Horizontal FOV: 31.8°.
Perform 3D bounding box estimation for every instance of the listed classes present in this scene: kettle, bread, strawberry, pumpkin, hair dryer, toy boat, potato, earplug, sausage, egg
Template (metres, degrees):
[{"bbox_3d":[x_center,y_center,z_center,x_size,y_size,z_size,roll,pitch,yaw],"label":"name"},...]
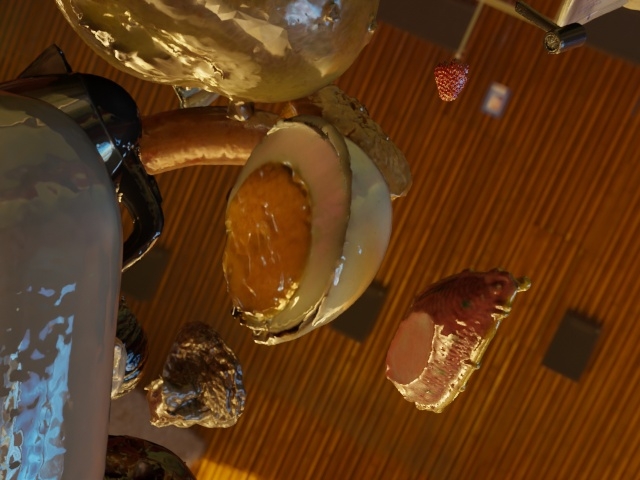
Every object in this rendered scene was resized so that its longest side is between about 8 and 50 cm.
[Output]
[{"bbox_3d":[-0.326,-0.083,1.290,0.251,0.271,0.207,60,176,34],"label":"kettle"},{"bbox_3d":[0.015,-0.119,1.609,0.229,0.143,0.139,45,-153,7],"label":"bread"},{"bbox_3d":[0.260,-0.318,2.239,0.073,0.083,0.073,1,-177,0],"label":"strawberry"},{"bbox_3d":[-0.457,0.195,2.303,0.248,0.248,0.248,23,-168,-5],"label":"pumpkin"},{"bbox_3d":[0.233,-0.227,1.174,0.047,0.026,0.083,-21,-125,-40],"label":"hair dryer"},{"bbox_3d":[0.146,0.129,1.380,0.099,0.318,0.141,-5,-117,-23],"label":"toy boat"},{"bbox_3d":[-0.127,-0.321,1.328,0.442,0.385,0.319,17,-148,-28],"label":"potato"},{"bbox_3d":[-0.341,0.055,1.036,0.312,0.394,0.312,6,-176,0],"label":"earplug"},{"bbox_3d":[-0.164,-0.160,1.780,0.270,0.109,0.109,-2,-161,-14],"label":"sausage"},{"bbox_3d":[0.003,-0.002,1.453,0.174,0.287,0.264,17,158,-36],"label":"egg"}]

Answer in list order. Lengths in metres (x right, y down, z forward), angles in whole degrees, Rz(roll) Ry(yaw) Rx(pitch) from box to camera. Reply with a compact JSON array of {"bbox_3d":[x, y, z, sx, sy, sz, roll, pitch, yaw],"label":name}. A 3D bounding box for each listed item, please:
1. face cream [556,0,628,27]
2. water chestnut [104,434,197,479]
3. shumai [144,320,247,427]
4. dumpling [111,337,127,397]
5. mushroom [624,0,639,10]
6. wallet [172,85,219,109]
[{"bbox_3d":[0.310,-0.301,1.182,0.070,0.114,0.224,56,163,20],"label":"face cream"},{"bbox_3d":[-0.278,0.387,1.396,0.300,0.300,0.300,23,-168,-5],"label":"water chestnut"},{"bbox_3d":[-0.241,0.257,2.030,0.175,0.206,0.166,-18,176,-30],"label":"shumai"},{"bbox_3d":[-0.364,0.186,1.742,0.136,0.118,0.199,22,148,-12],"label":"dumpling"},{"bbox_3d":[0.539,-0.370,1.520,0.350,0.128,0.128,0,-162,-12],"label":"mushroom"},{"bbox_3d":[-0.143,-0.307,1.876,0.054,0.251,0.290,49,174,-4],"label":"wallet"}]
